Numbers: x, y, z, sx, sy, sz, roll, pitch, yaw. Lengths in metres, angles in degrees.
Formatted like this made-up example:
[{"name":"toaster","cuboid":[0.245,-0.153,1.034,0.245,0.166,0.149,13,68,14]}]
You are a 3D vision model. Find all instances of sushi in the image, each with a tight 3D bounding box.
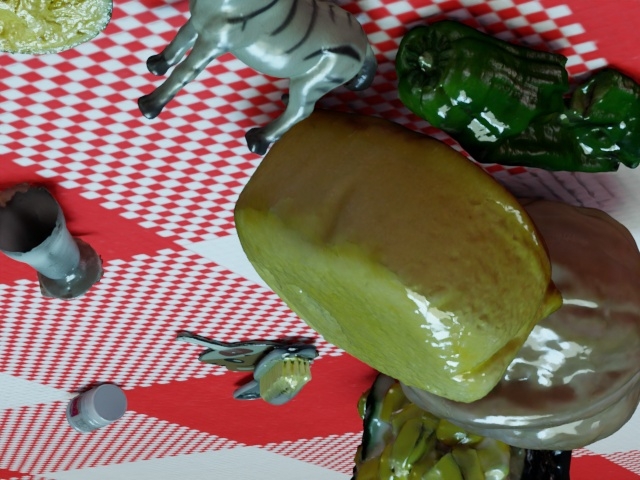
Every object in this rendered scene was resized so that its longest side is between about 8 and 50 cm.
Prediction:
[{"name":"sushi","cuboid":[0.164,0.320,1.869,0.329,0.327,0.285,0,152,40]}]

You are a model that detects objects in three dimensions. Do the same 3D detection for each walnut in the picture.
[{"name":"walnut","cuboid":[0.194,0.078,1.266,0.273,0.273,0.227,-8,-164,15]}]

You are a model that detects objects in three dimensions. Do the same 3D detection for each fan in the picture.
[{"name":"fan","cuboid":[-0.115,0.146,1.760,0.153,0.008,0.227,-14,158,33]}]

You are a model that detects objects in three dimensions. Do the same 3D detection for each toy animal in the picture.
[{"name":"toy animal","cuboid":[-0.031,-0.139,0.869,0.176,0.073,0.217,-35,149,33]}]

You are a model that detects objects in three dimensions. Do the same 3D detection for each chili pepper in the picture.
[{"name":"chili pepper","cuboid":[0.155,-0.096,0.997,0.253,0.083,0.099,10,148,-40]}]

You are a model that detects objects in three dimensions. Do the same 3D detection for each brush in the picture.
[{"name":"brush","cuboid":[-0.066,0.205,1.837,0.068,0.060,0.297,0,162,-17]}]

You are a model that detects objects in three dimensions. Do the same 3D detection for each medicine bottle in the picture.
[{"name":"medicine bottle","cuboid":[-0.328,0.246,1.946,0.058,0.058,0.091,11,156,-34]}]

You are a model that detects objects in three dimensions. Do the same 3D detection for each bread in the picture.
[{"name":"bread","cuboid":[0.059,0.005,1.049,0.270,0.148,0.270,32,162,12]}]

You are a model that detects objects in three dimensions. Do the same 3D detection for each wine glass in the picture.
[{"name":"wine glass","cuboid":[-0.258,0.005,1.250,0.072,0.072,0.155,-4,160,6]}]

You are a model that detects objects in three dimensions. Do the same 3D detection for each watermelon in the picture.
[{"name":"watermelon","cuboid":[-0.179,-0.158,0.805,0.106,0.062,0.105,-7,155,-3]}]
